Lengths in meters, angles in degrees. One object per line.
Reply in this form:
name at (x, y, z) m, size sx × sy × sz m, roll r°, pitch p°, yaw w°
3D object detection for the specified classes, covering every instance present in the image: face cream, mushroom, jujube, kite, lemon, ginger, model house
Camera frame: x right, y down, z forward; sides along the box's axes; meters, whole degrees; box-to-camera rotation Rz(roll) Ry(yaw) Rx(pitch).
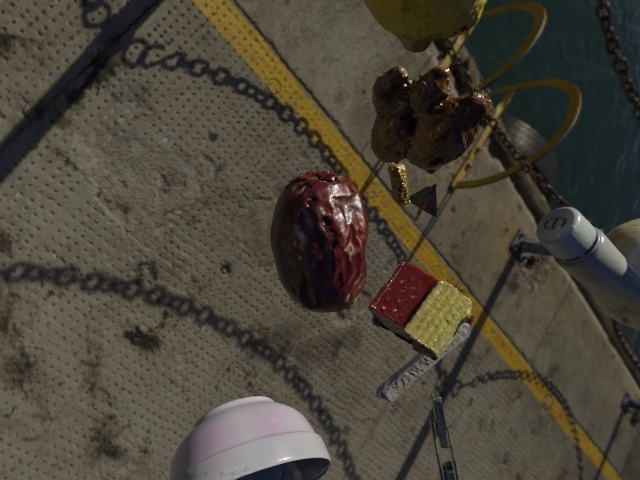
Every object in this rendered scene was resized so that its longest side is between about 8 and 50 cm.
face cream at (0.522, 0.061, 0.853) m, size 0.314 × 0.143 × 0.089 m, roll 40°, pitch 80°, yaw -20°
mushroom at (0.939, 0.096, 1.257) m, size 0.355 × 0.315 × 0.315 m, roll 4°, pitch 94°, yaw -7°
jujube at (0.000, 0.000, 0.827) m, size 0.183 × 0.183 × 0.243 m, roll -10°, pitch 107°, yaw -32°
kite at (0.447, -0.168, 1.993) m, size 0.014 × 0.241 × 0.184 m, roll 22°, pitch 99°, yaw -32°
lemon at (0.182, -0.486, 0.785) m, size 0.245 × 0.245 × 0.320 m, roll -30°, pitch 136°, yaw -27°
ginger at (0.275, -0.326, 1.229) m, size 0.152 × 0.357 × 0.274 m, roll -30°, pitch 126°, yaw -37°
model house at (0.293, 0.207, 1.312) m, size 0.196 × 0.254 × 0.160 m, roll -50°, pitch 142°, yaw -16°

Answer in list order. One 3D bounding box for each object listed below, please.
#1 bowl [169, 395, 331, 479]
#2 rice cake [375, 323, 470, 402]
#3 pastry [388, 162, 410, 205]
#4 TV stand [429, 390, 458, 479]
bowl at (-0.136, 0.383, 0.824) m, size 0.286 × 0.144 × 0.287 m, roll -16°, pitch 142°, yaw -13°
rice cake at (0.355, 0.419, 1.586) m, size 0.399 × 0.070 × 0.064 m, roll -39°, pitch 89°, yaw -2°
pastry at (0.256, -0.187, 1.500) m, size 0.056 × 0.080 × 0.140 m, roll -18°, pitch 114°, yaw -9°
TV stand at (0.285, 0.475, 1.074) m, size 0.042 × 0.036 × 0.249 m, roll -10°, pitch 98°, yaw 8°
